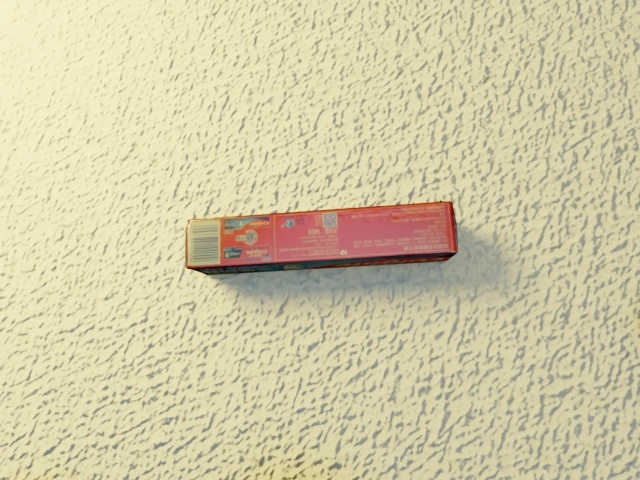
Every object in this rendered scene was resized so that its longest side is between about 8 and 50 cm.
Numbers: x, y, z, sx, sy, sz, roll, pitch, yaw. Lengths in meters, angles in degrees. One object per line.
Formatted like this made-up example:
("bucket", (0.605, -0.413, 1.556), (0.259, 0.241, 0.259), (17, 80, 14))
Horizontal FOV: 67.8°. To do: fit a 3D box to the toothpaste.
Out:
("toothpaste", (0.000, 0.000, 0.588), (0.320, 0.076, 0.066), (-3, 80, 6))
